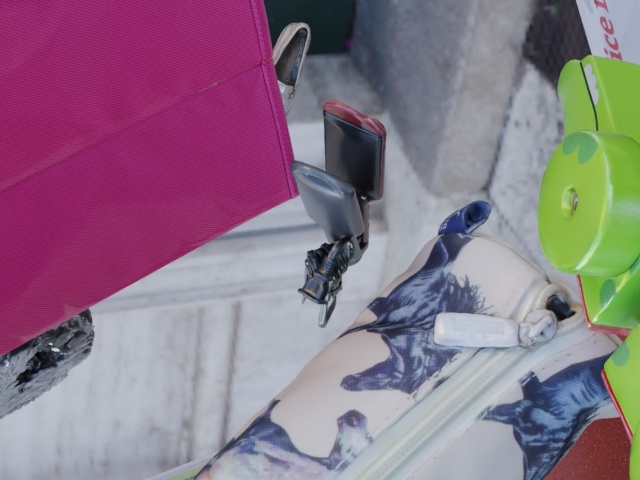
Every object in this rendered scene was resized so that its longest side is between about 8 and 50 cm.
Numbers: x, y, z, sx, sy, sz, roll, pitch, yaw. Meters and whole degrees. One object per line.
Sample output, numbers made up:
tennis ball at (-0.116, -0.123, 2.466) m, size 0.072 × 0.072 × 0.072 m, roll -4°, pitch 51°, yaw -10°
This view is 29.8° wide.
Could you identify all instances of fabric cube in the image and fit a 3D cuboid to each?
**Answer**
fabric cube at (-0.200, -0.123, 0.775) m, size 0.254 × 0.258 × 0.259 m, roll 48°, pitch 159°, yaw 39°

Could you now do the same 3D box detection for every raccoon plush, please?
raccoon plush at (-0.508, 0.102, 1.547) m, size 0.299 × 0.446 × 0.216 m, roll 51°, pitch 180°, yaw 15°

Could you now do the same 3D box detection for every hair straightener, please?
hair straightener at (0.000, 0.000, 0.755) m, size 0.089 × 0.047 × 0.230 m, roll -61°, pitch -7°, yaw -18°

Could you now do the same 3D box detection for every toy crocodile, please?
toy crocodile at (0.167, 0.051, 0.530) m, size 0.105 × 0.115 × 0.340 m, roll 118°, pitch 150°, yaw -47°

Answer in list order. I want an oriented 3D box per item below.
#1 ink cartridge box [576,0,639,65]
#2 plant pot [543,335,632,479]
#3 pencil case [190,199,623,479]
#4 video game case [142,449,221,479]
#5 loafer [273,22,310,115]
ink cartridge box at (0.294, -0.150, 0.649) m, size 0.270 × 0.197 × 0.198 m, roll 38°, pitch 161°, yaw 50°
plant pot at (0.286, 0.162, 0.898) m, size 0.235 × 0.267 × 0.267 m, roll -50°, pitch 51°, yaw 4°
pencil case at (-0.004, 0.162, 0.657) m, size 0.160 × 0.410 × 0.183 m, roll 41°, pitch 160°, yaw 20°
video game case at (-0.138, 0.344, 1.318) m, size 0.193 × 0.212 × 0.023 m, roll 65°, pitch 159°, yaw 17°
loafer at (-0.042, -0.177, 1.297) m, size 0.039 × 0.045 × 0.125 m, roll -168°, pitch 98°, yaw -77°
